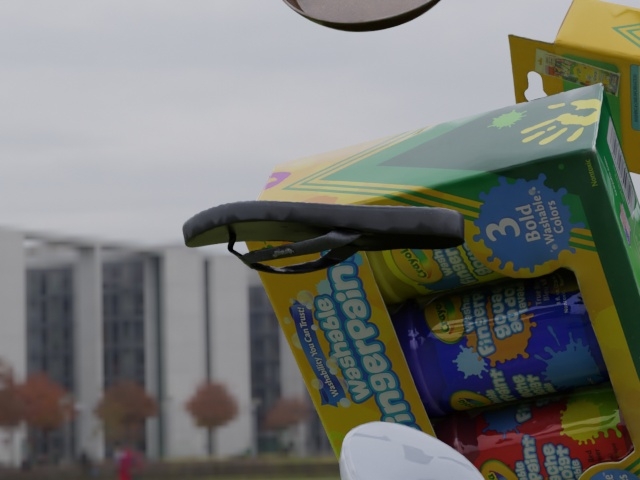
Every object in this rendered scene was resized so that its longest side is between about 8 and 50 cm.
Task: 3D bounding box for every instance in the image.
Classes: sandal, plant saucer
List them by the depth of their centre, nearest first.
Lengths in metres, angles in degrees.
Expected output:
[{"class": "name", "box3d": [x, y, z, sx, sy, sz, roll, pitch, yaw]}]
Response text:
[{"class": "plant saucer", "box3d": [0.044, -0.227, 1.482, 0.168, 0.168, 0.029, -3, -45, 11]}, {"class": "sandal", "box3d": [0.000, 0.000, 1.562, 0.254, 0.054, 0.097, 1, -11, 5]}]

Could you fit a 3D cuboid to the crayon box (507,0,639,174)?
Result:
[{"class": "crayon box", "box3d": [0.384, -0.162, 1.991, 0.323, 0.083, 0.203, 15, -32, 21]}]

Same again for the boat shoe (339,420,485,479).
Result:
[{"class": "boat shoe", "box3d": [0.081, 0.216, 1.079, 0.095, 0.084, 0.258, -3, 35, -28]}]

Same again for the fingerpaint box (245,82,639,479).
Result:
[{"class": "fingerpaint box", "box3d": [0.175, 0.104, 1.833, 0.371, 0.445, 0.163, -12, 25, 19]}]
